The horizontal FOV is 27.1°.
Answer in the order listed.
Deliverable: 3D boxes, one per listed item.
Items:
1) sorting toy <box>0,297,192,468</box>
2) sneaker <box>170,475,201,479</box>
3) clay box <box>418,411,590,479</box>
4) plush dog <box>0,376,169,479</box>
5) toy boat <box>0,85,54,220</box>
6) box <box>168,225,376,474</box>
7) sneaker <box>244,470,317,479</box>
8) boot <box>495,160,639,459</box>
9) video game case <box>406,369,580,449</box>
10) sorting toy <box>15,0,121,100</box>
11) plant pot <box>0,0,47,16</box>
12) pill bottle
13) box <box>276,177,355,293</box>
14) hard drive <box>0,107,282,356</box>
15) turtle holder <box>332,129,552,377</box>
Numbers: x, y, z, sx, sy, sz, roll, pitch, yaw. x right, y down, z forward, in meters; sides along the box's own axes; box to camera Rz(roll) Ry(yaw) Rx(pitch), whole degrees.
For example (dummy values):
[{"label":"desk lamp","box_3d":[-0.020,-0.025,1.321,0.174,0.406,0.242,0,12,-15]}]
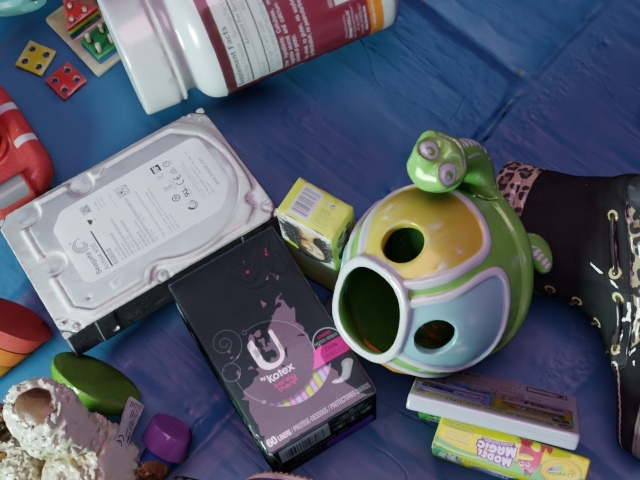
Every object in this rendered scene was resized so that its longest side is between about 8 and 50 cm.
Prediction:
[{"label":"sorting toy","box_3d":[-0.344,0.219,1.779,0.365,0.127,0.126,32,103,12]},{"label":"sneaker","box_3d":[-0.084,0.393,1.630,0.283,0.107,0.124,26,81,15]},{"label":"clay box","box_3d":[0.225,0.273,1.694,0.222,0.127,0.053,16,78,10]},{"label":"plush dog","box_3d":[-0.339,0.305,1.683,0.225,0.210,0.262,-12,83,36]},{"label":"toy boat","box_3d":[-0.489,-0.145,1.885,0.151,0.151,0.231,-33,70,-10]},{"label":"box","box_3d":[-0.060,0.148,1.751,0.165,0.143,0.270,-30,69,-9]},{"label":"sneaker","box_3d":[-0.017,0.353,1.707,0.185,0.069,0.084,10,69,9]},{"label":"boot","box_3d":[0.354,0.078,1.745,0.284,0.138,0.377,14,112,37]},{"label":"video game case","box_3d":[0.223,0.208,1.695,0.212,0.193,0.023,13,99,8]},{"label":"sorting toy","box_3d":[-0.336,-0.333,2.009,0.274,0.046,0.132,-40,71,-12]},{"label":"plant pot","box_3d":[-0.497,-0.465,1.951,0.293,0.293,0.235,-2,82,2]},{"label":"pill bottle","box_3d":[-0.105,-0.340,1.905,0.392,0.224,0.224,-23,69,-6]},{"label":"box","box_3d":[0.000,0.000,1.758,0.087,0.232,0.058,29,75,15]},{"label":"hard drive","box_3d":[-0.250,-0.019,1.842,0.339,0.064,0.237,-30,58,-10]},{"label":"turtle holder","box_3d":[0.148,0.035,1.668,0.227,0.320,0.243,-22,70,-42]}]
